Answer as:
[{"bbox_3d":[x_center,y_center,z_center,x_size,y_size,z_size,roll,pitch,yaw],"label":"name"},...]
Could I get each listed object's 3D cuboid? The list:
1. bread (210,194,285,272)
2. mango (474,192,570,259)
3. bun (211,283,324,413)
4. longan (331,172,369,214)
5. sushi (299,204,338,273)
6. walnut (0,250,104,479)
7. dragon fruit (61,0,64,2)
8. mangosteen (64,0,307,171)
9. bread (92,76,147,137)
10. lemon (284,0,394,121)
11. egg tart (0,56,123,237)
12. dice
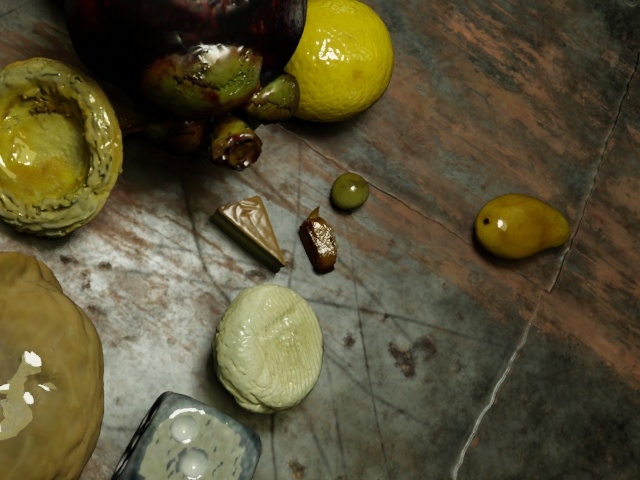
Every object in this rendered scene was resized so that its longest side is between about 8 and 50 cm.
[{"bbox_3d":[-0.128,0.001,1.512,0.084,0.074,0.139,-19,85,-23],"label":"bread"},{"bbox_3d":[0.403,-0.028,1.701,0.227,0.099,0.136,-2,72,-29],"label":"mango"},{"bbox_3d":[-0.099,0.188,1.440,0.220,0.134,0.220,15,70,-45],"label":"bun"},{"bbox_3d":[0.057,-0.087,1.611,0.075,0.075,0.083,-20,125,-23],"label":"longan"},{"bbox_3d":[0.000,0.000,1.569,0.055,0.052,0.120,-21,84,-24],"label":"sushi"},{"bbox_3d":[-0.486,0.216,1.195,0.384,0.383,0.383,5,74,-19],"label":"walnut"},{"bbox_3d":[-0.413,-0.501,1.492,0.182,0.182,0.188,1,85,-20],"label":"dragon fruit"},{"bbox_3d":[-0.187,-0.340,1.341,0.381,0.381,0.421,-47,109,-24],"label":"mangosteen"},{"bbox_3d":[-0.341,-0.238,1.495,0.200,0.077,0.116,-21,87,-23],"label":"bread"},{"bbox_3d":[0.008,-0.328,1.566,0.253,0.228,0.228,-23,85,-21],"label":"lemon"},{"bbox_3d":[-0.436,-0.149,1.380,0.288,0.118,0.288,1,95,10],"label":"egg tart"},{"bbox_3d":[-0.211,0.351,1.330,0.182,0.181,0.183,32,70,-10],"label":"dice"}]
